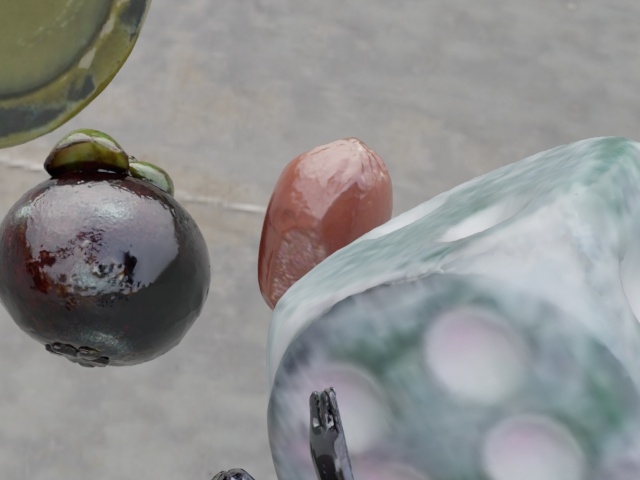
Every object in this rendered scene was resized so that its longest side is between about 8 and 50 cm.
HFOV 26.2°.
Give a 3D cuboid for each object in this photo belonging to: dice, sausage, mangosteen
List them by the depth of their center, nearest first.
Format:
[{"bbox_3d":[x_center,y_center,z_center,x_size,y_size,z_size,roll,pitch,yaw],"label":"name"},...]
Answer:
[{"bbox_3d":[0.173,0.125,1.162,0.328,0.330,0.348,63,34,-7],"label":"dice"},{"bbox_3d":[0.000,0.000,1.540,0.148,0.254,0.148,3,48,-3],"label":"sausage"},{"bbox_3d":[-0.307,0.025,1.958,0.330,0.330,0.330,5,41,-4],"label":"mangosteen"}]

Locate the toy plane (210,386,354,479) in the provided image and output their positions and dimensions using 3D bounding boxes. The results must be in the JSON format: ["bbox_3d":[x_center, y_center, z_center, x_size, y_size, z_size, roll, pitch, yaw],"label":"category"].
[{"bbox_3d":[-0.009,0.154,0.462,0.078,0.053,0.197,-13,82,-7],"label":"toy plane"}]

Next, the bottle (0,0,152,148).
[{"bbox_3d":[-0.250,-0.181,0.665,0.351,0.172,0.171,28,43,33],"label":"bottle"}]
